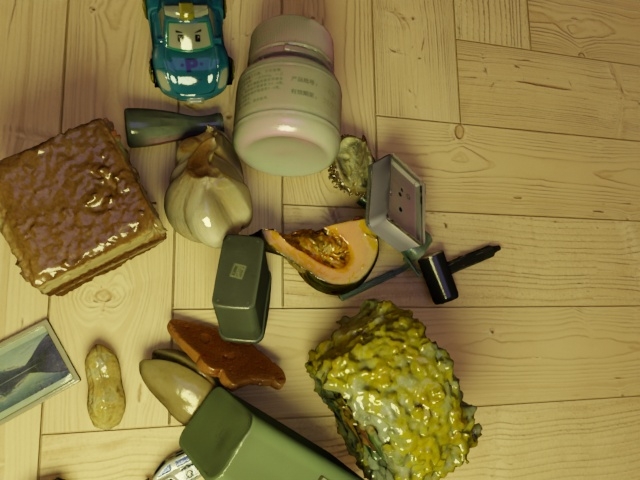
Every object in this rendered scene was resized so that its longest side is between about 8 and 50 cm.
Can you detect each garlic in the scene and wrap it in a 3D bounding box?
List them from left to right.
[{"bbox_3d":[-0.242,-0.094,1.149,0.184,0.203,0.281,-30,49,7],"label":"garlic"}]

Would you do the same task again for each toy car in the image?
[{"bbox_3d":[-0.281,0.475,1.096,0.170,0.080,0.070,-22,87,-17],"label":"toy car"},{"bbox_3d":[-0.299,-0.473,1.201,0.198,0.166,0.314,-5,84,-13],"label":"toy car"}]

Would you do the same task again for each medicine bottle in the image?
[{"bbox_3d":[-0.071,-0.323,1.197,0.241,0.241,0.302,7,71,-15],"label":"medicine bottle"},{"bbox_3d":[0.182,-0.042,1.316,0.208,0.054,0.090,41,55,0],"label":"medicine bottle"}]

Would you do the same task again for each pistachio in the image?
[{"bbox_3d":[-0.278,0.314,1.103,0.226,0.136,0.136,42,73,-4],"label":"pistachio"}]

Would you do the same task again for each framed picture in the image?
[{"bbox_3d":[-0.616,0.272,1.066,0.203,0.015,0.150,-28,90,-18],"label":"framed picture"}]

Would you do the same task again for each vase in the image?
[{"bbox_3d":[-0.330,-0.259,1.202,0.214,0.086,0.086,-7,83,-22],"label":"vase"}]

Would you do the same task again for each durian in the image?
[{"bbox_3d":[0.074,-0.185,1.298,0.148,0.091,0.189,31,63,-19],"label":"durian"}]

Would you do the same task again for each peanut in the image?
[{"bbox_3d":[-0.441,0.298,1.078,0.080,0.080,0.175,-9,85,-17],"label":"peanut"}]

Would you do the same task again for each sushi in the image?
[{"bbox_3d":[0.129,0.309,1.080,0.240,0.396,0.351,-30,85,-15],"label":"sushi"}]

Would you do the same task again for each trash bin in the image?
[{"bbox_3d":[-0.161,0.109,1.104,0.101,0.236,0.177,7,62,1],"label":"trash bin"},{"bbox_3d":[-0.086,0.450,1.025,0.343,0.223,0.158,42,73,-28],"label":"trash bin"}]

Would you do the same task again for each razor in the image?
[{"bbox_3d":[0.139,0.099,1.304,0.211,0.036,0.084,-25,65,-12],"label":"razor"}]

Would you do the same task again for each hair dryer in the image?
[{"bbox_3d":[0.377,0.070,1.360,0.255,0.070,0.128,-17,87,-22],"label":"hair dryer"}]

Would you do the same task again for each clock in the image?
[{"bbox_3d":[0.178,-0.088,1.232,0.144,0.073,0.194,35,48,-35],"label":"clock"}]

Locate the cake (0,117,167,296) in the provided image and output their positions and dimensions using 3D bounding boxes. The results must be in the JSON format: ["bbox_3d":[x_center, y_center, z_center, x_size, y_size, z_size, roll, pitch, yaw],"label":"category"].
[{"bbox_3d":[-0.470,-0.057,1.022,0.282,0.290,0.256,-29,89,-15],"label":"cake"}]

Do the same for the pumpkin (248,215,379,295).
[{"bbox_3d":[0.000,0.000,1.221,0.280,0.139,0.190,36,76,-10],"label":"pumpkin"}]

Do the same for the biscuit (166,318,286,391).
[{"bbox_3d":[-0.202,0.244,1.120,0.280,0.183,0.043,23,107,1],"label":"biscuit"}]

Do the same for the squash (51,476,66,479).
[{"bbox_3d":[-0.524,0.576,0.984,0.132,0.132,0.247,7,79,-15],"label":"squash"}]
